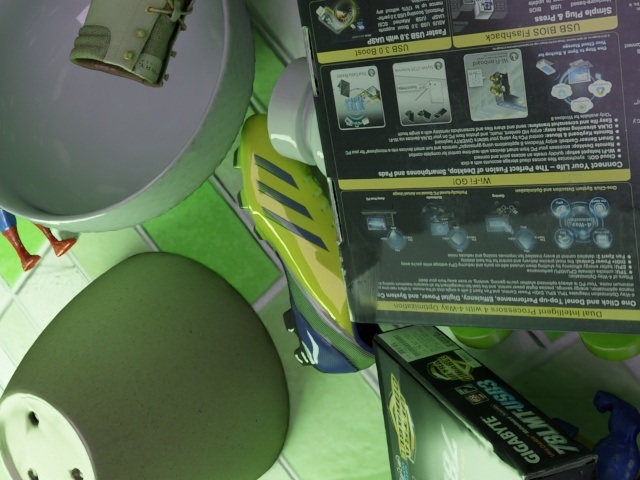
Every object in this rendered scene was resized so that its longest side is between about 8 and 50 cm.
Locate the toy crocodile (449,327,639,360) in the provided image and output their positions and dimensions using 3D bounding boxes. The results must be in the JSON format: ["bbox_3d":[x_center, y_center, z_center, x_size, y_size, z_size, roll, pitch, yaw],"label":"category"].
[{"bbox_3d":[0.198,0.033,0.826,0.341,0.105,0.115,2,149,34],"label":"toy crocodile"}]

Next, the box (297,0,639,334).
[{"bbox_3d":[0.183,-0.093,0.641,0.395,0.097,0.318,-1,106,32],"label":"box"}]

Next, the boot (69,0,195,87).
[{"bbox_3d":[-0.124,-0.218,0.825,0.213,0.077,0.165,11,81,30],"label":"boot"}]

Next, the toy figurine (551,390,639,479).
[{"bbox_3d":[0.241,0.224,0.816,0.217,0.191,0.362,22,117,32],"label":"toy figurine"}]

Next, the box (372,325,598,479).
[{"bbox_3d":[0.146,0.260,0.850,0.293,0.073,0.295,-136,36,-66],"label":"box"}]

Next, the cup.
[{"bbox_3d":[-0.240,0.204,1.104,0.331,0.237,0.330,13,114,31],"label":"cup"}]

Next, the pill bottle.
[{"bbox_3d":[0.069,-0.099,0.847,0.221,0.121,0.121,18,117,28],"label":"pill bottle"}]

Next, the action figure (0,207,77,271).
[{"bbox_3d":[-0.407,-0.114,1.195,0.139,0.091,0.280,-38,85,45],"label":"action figure"}]

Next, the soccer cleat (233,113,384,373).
[{"bbox_3d":[0.001,0.000,0.958,0.121,0.093,0.289,-14,101,28],"label":"soccer cleat"}]

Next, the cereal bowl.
[{"bbox_3d":[-0.212,-0.164,0.968,0.339,0.141,0.338,-5,76,22],"label":"cereal bowl"}]
